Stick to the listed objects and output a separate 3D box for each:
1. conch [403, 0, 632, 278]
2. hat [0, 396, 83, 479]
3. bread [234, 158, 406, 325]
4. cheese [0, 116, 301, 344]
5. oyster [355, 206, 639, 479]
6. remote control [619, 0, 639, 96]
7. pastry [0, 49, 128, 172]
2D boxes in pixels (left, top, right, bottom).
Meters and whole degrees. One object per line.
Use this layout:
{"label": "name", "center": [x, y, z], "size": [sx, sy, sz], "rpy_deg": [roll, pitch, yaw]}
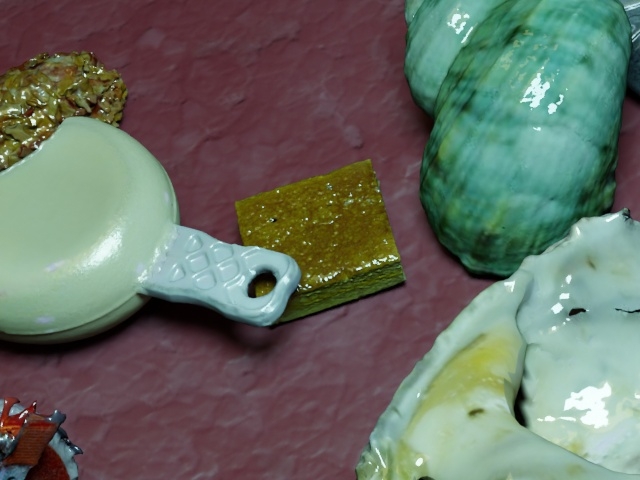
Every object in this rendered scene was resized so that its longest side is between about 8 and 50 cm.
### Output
{"label": "conch", "center": [0.117, -0.090, 1.198], "size": [0.176, 0.122, 0.188], "rpy_deg": [-42, 44, 16]}
{"label": "hat", "center": [-0.235, 0.114, 1.143], "size": [0.129, 0.140, 0.227], "rpy_deg": [-14, 32, -31]}
{"label": "bread", "center": [0.000, 0.000, 1.212], "size": [0.094, 0.035, 0.090], "rpy_deg": [-18, 51, 2]}
{"label": "cheese", "center": [-0.141, 0.017, 1.205], "size": [0.163, 0.071, 0.249], "rpy_deg": [-43, 53, -14]}
{"label": "oyster", "center": [0.144, 0.104, 1.057], "size": [0.271, 0.100, 0.275], "rpy_deg": [-4, 40, 9]}
{"label": "remote control", "center": [0.247, -0.122, 1.236], "size": [0.107, 0.044, 0.377], "rpy_deg": [-33, 53, -15]}
{"label": "pastry", "center": [-0.214, -0.082, 1.312], "size": [0.169, 0.063, 0.087], "rpy_deg": [-31, 50, -8]}
